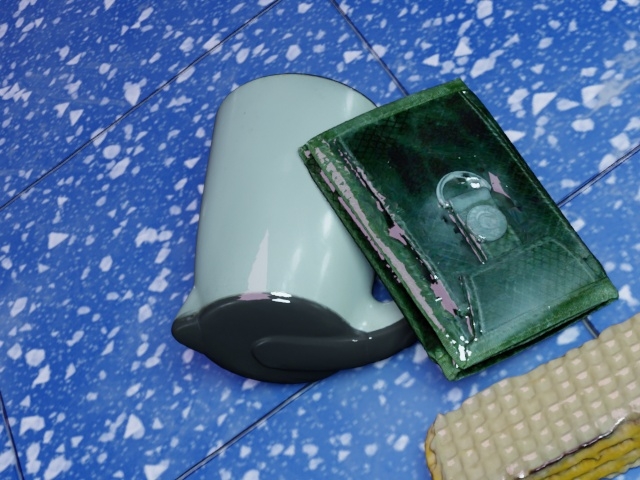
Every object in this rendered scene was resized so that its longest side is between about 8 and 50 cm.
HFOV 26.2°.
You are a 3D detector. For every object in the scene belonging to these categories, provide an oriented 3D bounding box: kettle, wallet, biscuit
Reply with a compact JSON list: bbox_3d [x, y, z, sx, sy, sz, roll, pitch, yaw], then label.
[{"bbox_3d":[0.000,0.000,1.166,0.221,0.161,0.236,6,54,2],"label":"kettle"},{"bbox_3d":[0.107,-0.018,1.079,0.160,0.055,0.236,-24,66,-19],"label":"wallet"},{"bbox_3d":[0.246,0.092,0.971,0.379,0.054,0.094,-30,42,12],"label":"biscuit"}]
